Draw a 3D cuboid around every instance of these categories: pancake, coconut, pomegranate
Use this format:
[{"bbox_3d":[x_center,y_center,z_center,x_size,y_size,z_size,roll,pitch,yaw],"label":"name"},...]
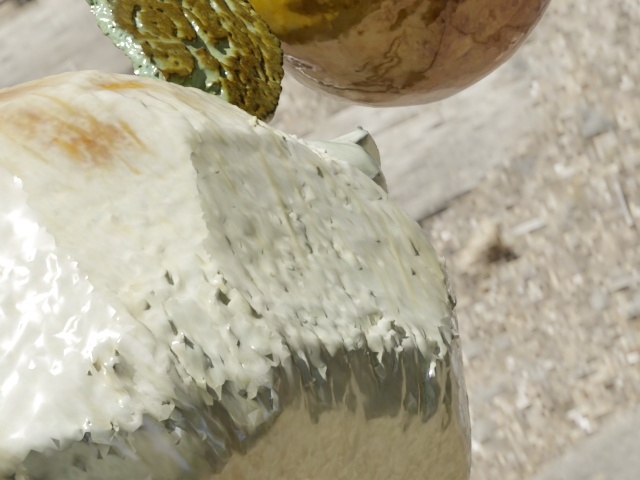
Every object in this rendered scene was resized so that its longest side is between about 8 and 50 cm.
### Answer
[{"bbox_3d":[-0.129,-0.177,1.807,0.054,0.197,0.376,-54,21,27],"label":"pancake"},{"bbox_3d":[-0.130,0.075,1.099,0.415,0.415,0.344,31,96,39],"label":"coconut"},{"bbox_3d":[0.048,-0.326,2.034,0.410,0.410,0.410,-12,49,15],"label":"pomegranate"}]

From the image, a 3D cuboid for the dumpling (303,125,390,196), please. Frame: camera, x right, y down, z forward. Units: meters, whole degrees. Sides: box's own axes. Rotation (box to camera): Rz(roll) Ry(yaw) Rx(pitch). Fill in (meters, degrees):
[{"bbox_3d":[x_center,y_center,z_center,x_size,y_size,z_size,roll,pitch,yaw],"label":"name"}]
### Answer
[{"bbox_3d":[-0.002,0.001,1.609,0.126,0.166,0.216,-9,17,0],"label":"dumpling"}]
